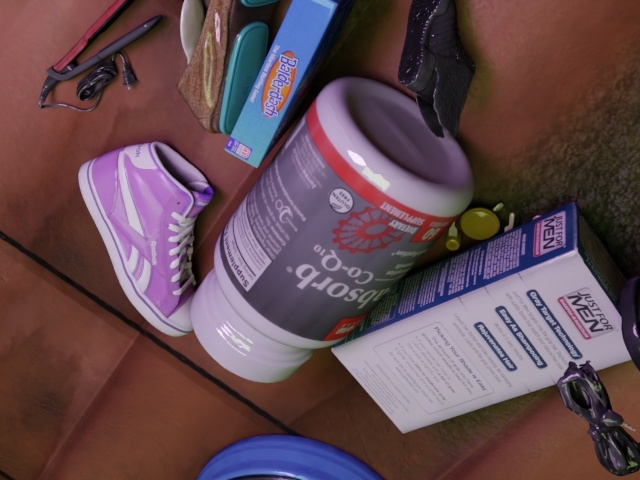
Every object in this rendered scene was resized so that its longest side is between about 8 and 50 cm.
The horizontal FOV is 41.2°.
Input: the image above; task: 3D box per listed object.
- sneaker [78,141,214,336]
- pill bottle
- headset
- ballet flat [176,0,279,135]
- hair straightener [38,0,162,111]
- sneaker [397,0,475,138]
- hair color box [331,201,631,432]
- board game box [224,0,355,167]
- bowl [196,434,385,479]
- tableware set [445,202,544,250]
[{"bbox_3d":[-0.201,0.000,1.161,0.161,0.102,0.282,-16,113,21],"label":"sneaker"},{"bbox_3d":[0.000,0.000,1.032,0.210,0.210,0.363,36,123,-5],"label":"pill bottle"},{"bbox_3d":[0.396,0.074,0.862,0.185,0.394,0.243,54,158,-16],"label":"headset"},{"bbox_3d":[-0.097,-0.284,0.976,0.124,0.116,0.342,37,129,18],"label":"ballet flat"},{"bbox_3d":[-0.281,-0.222,1.088,0.230,0.047,0.089,-31,106,29],"label":"hair straightener"},{"bbox_3d":[0.137,-0.207,0.947,0.089,0.170,0.051,21,170,-35],"label":"sneaker"},{"bbox_3d":[0.206,0.108,1.076,0.347,0.105,0.174,-26,115,31],"label":"hair color box"},{"bbox_3d":[-0.025,-0.203,0.954,0.047,0.160,0.210,30,123,-1],"label":"board game box"},{"bbox_3d":[-0.038,0.496,1.404,0.391,0.077,0.391,8,121,13],"label":"bowl"},{"bbox_3d":[0.234,0.002,1.073,0.154,0.024,0.104,8,127,11],"label":"tableware set"}]
